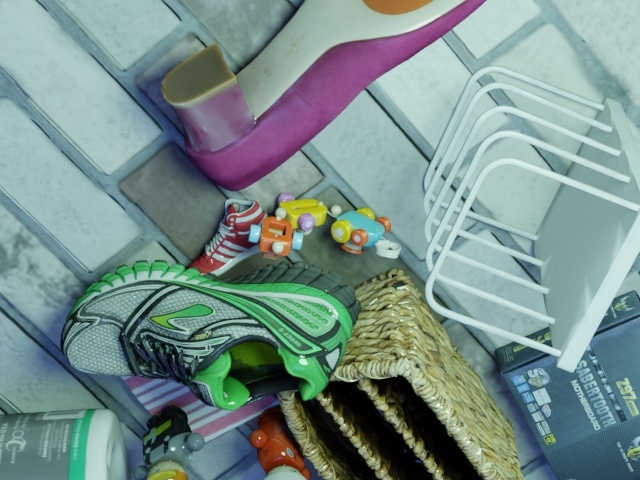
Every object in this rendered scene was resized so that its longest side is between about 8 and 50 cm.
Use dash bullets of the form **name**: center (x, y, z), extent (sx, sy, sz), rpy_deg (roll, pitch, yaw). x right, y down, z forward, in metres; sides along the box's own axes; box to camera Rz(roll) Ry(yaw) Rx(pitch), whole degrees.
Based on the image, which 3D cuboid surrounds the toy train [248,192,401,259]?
- **toy train**: center (0.000, 0.000, 1.605), extent (0.166, 0.125, 0.046), rpy_deg (8, 119, -10)

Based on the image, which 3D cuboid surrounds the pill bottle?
- **pill bottle**: center (-0.414, 0.308, 1.714), extent (0.361, 0.204, 0.204), rpy_deg (-4, 118, 1)

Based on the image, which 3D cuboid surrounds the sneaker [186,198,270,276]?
- **sneaker**: center (-0.110, -0.003, 1.645), extent (0.118, 0.042, 0.067), rpy_deg (-28, 119, 5)

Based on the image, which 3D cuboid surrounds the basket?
- **basket**: center (0.083, 0.227, 1.671), extent (0.213, 0.223, 0.299), rpy_deg (-29, 116, 14)

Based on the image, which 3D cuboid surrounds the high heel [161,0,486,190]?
- **high heel**: center (0.025, -0.182, 1.542), extent (0.377, 0.127, 0.181), rpy_deg (-21, 145, 5)

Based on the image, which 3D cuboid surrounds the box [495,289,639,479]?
- **box**: center (0.339, 0.194, 1.749), extent (0.183, 0.059, 0.232), rpy_deg (-24, 116, 10)

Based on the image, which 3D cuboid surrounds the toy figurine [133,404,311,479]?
- **toy figurine**: center (-0.120, 0.312, 1.735), extent (0.209, 0.148, 0.213), rpy_deg (5, 125, -10)

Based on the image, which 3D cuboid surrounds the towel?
- **towel**: center (-0.154, 0.154, 1.739), extent (0.144, 0.029, 0.197), rpy_deg (-26, 118, 13)

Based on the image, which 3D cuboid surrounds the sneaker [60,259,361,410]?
- **sneaker**: center (-0.136, 0.108, 1.583), extent (0.343, 0.146, 0.134), rpy_deg (-5, 131, 23)

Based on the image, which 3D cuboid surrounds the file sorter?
- **file sorter**: center (0.210, -0.039, 1.505), extent (0.173, 0.277, 0.193), rpy_deg (21, 116, -7)
